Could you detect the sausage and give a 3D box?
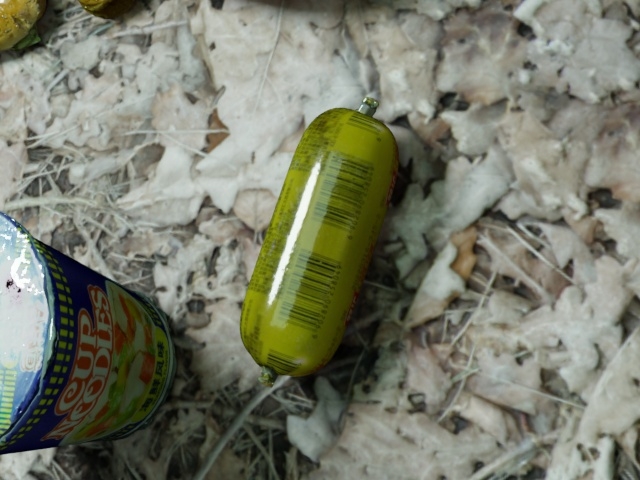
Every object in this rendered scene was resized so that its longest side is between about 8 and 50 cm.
[{"bbox_3d":[0.000,0.000,1.351,0.123,0.123,0.347,18,85,24],"label":"sausage"}]

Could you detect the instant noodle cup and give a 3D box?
[{"bbox_3d":[-0.324,0.123,1.351,0.284,0.312,0.284,-5,77,22],"label":"instant noodle cup"}]

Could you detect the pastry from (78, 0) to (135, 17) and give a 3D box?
[{"bbox_3d":[-0.283,-0.344,1.578,0.109,0.057,0.097,9,80,22],"label":"pastry"}]

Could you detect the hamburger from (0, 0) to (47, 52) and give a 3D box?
[{"bbox_3d":[-0.428,-0.305,1.612,0.176,0.087,0.102,-40,66,7],"label":"hamburger"}]
